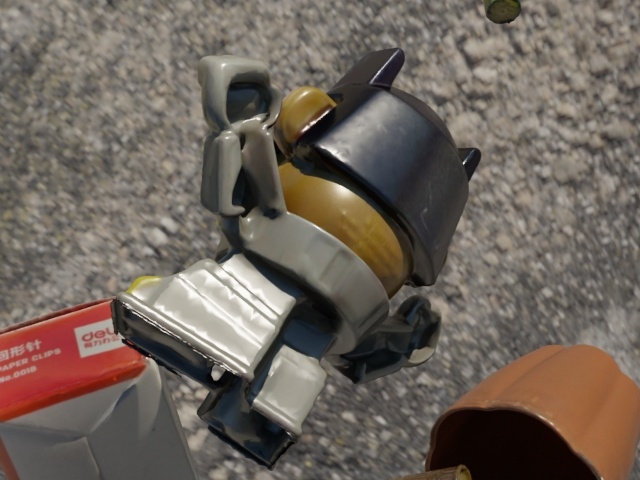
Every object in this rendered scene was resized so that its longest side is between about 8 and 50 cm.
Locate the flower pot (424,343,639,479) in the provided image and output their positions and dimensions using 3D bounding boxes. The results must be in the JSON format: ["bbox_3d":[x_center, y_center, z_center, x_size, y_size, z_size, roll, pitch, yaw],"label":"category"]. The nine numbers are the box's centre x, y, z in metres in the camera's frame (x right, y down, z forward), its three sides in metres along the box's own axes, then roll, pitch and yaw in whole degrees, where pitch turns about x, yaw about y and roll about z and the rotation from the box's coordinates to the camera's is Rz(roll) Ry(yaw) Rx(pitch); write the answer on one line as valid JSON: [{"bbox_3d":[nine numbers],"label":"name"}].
[{"bbox_3d":[0.219,0.190,1.297,0.191,0.190,0.173,19,37,25],"label":"flower pot"}]

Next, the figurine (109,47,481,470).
[{"bbox_3d":[0.003,0.003,0.935,0.143,0.308,0.308,25,80,32],"label":"figurine"}]

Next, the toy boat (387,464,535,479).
[{"bbox_3d":[0.109,0.253,1.231,0.226,0.068,0.088,-16,80,20],"label":"toy boat"}]

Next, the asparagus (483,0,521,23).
[{"bbox_3d":[0.191,-0.314,1.498,0.045,0.041,0.178,11,51,-21],"label":"asparagus"}]

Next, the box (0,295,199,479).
[{"bbox_3d":[-0.172,0.143,1.010,0.133,0.182,0.099,-19,39,-5],"label":"box"}]
